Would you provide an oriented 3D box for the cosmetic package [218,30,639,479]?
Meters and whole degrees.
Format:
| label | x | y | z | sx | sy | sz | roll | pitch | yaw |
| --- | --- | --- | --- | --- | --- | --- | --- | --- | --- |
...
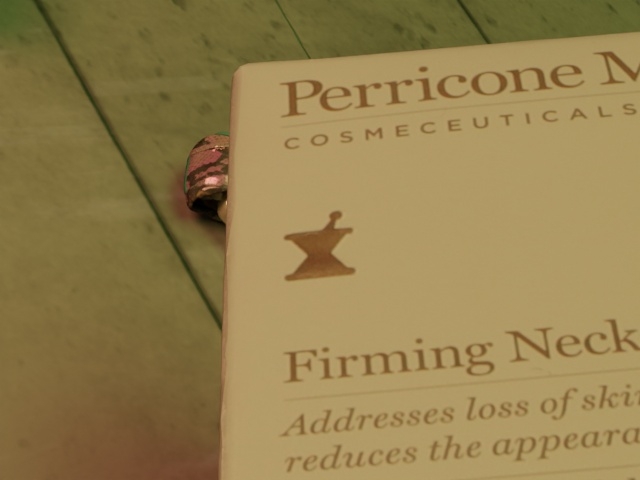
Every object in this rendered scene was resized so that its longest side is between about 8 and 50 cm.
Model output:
| label | x | y | z | sx | sy | sz | roll | pitch | yaw |
| --- | --- | --- | --- | --- | --- | --- | --- | --- | --- |
| cosmetic package | 0.128 | 0.143 | 0.808 | 0.329 | 0.327 | 0.394 | -5 | 42 | 2 |

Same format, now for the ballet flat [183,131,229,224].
| label | x | y | z | sx | sy | sz | roll | pitch | yaw |
| --- | --- | --- | --- | --- | --- | --- | --- | --- | --- |
| ballet flat | 0.000 | 0.000 | 1.188 | 0.221 | 0.077 | 0.079 | 26 | 58 | -13 |
